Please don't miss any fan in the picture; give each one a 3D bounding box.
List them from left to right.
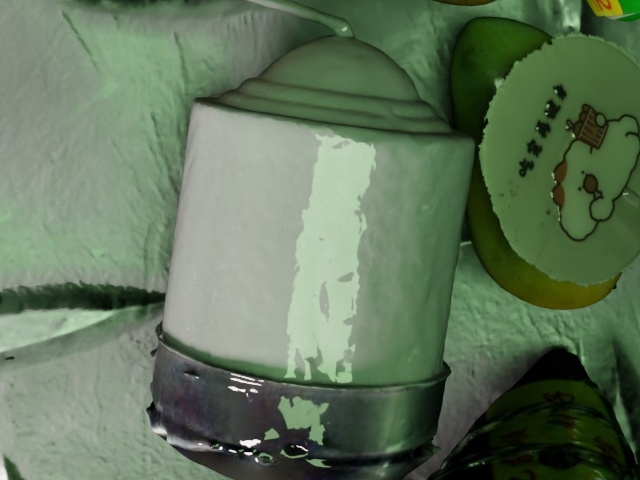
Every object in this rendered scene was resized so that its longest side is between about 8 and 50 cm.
[{"bbox_3d":[0.248,-0.028,1.296,0.329,0.009,0.191,35,71,-28],"label":"fan"}]

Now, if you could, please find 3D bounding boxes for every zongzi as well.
[{"bbox_3d":[0.107,0.258,1.227,0.362,0.383,0.319,1,95,-7],"label":"zongzi"}]

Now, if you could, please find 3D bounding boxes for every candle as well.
[{"bbox_3d":[0.000,0.000,1.228,0.221,0.221,0.342,8,99,-11],"label":"candle"}]

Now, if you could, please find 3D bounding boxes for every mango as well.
[{"bbox_3d":[0.174,-0.061,1.309,0.137,0.091,0.237,-12,103,-19],"label":"mango"}]

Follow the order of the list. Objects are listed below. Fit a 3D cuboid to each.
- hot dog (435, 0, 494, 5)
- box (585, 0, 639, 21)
[{"bbox_3d":[-0.011,-0.267,1.224,0.349,0.117,0.158,11,72,-18],"label":"hot dog"},{"bbox_3d":[0.267,-0.291,1.238,0.250,0.103,0.180,-40,106,-23],"label":"box"}]
